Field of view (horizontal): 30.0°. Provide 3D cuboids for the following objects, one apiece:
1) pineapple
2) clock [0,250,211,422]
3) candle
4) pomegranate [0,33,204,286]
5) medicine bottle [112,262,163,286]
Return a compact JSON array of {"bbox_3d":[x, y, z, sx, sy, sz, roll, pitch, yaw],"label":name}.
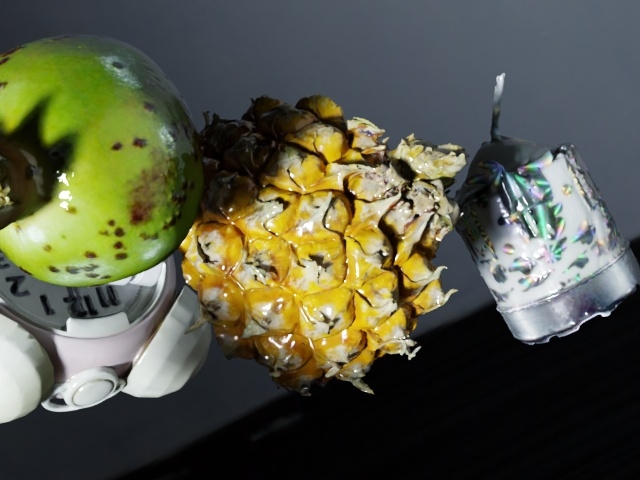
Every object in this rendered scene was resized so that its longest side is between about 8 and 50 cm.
[{"bbox_3d":[0.003,-0.001,1.199,0.344,0.286,0.209,55,-143,-8],"label":"pineapple"},{"bbox_3d":[-0.318,0.050,1.406,0.326,0.342,0.184,60,140,28],"label":"clock"},{"bbox_3d":[0.259,-0.040,1.486,0.330,0.187,0.187,61,180,-6],"label":"candle"},{"bbox_3d":[-0.232,-0.082,1.035,0.286,0.231,0.231,22,-143,-56],"label":"pomegranate"},{"bbox_3d":[-0.206,0.018,1.191,0.089,0.052,0.052,11,-146,-31],"label":"medicine bottle"}]
